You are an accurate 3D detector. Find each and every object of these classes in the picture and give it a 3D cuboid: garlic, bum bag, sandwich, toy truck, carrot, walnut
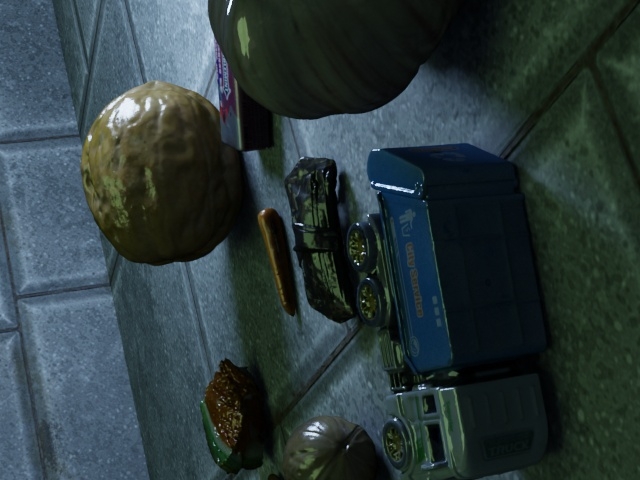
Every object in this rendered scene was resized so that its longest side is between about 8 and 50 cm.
[{"bbox_3d":[0.014,-0.271,1.227,0.317,0.259,0.317,-19,61,37],"label":"garlic"},{"bbox_3d":[-0.001,0.000,1.655,0.102,0.069,0.248,-12,84,34],"label":"bum bag"},{"bbox_3d":[-0.151,0.334,2.159,0.160,0.109,0.185,-63,32,24],"label":"sandwich"},{"bbox_3d":[0.136,0.075,1.206,0.175,0.146,0.367,158,104,-65],"label":"toy truck"},{"bbox_3d":[-0.071,0.037,1.909,0.037,0.037,0.190,145,114,-68],"label":"carrot"},{"bbox_3d":[0.014,0.322,1.641,0.140,0.140,0.162,68,148,35],"label":"walnut"},{"bbox_3d":[-0.296,-0.127,2.109,0.306,0.306,0.344,164,104,-70],"label":"walnut"}]

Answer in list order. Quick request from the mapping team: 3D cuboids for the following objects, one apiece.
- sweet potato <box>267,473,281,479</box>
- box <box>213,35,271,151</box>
[{"bbox_3d":[-0.059,0.470,2.011,0.249,0.059,0.069,-129,24,-62],"label":"sweet potato"},{"bbox_3d":[-0.133,-0.268,1.916,0.120,0.069,0.224,-150,54,-64],"label":"box"}]
